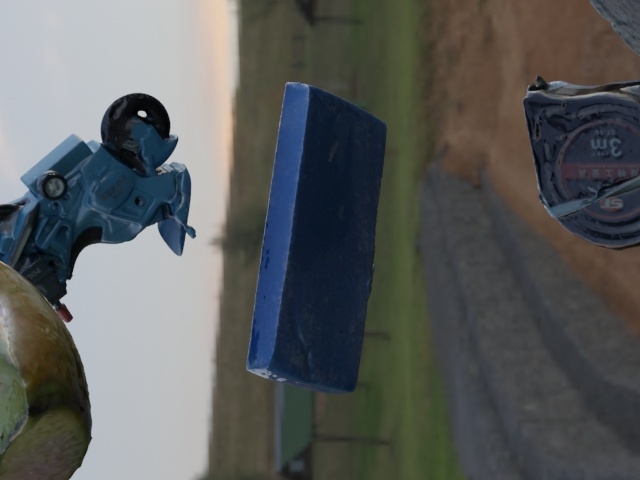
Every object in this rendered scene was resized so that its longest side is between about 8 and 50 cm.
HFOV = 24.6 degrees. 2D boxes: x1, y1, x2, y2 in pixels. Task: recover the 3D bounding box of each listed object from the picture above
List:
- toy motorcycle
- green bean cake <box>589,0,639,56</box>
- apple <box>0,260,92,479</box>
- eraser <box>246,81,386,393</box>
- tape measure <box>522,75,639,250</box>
[{"bbox_3d":[-0.243,-0.020,1.572,0.182,0.272,0.123,54,170,-29],"label":"toy motorcycle"},{"bbox_3d":[0.367,-0.300,1.616,0.094,0.185,0.183,-53,14,-15],"label":"green bean cake"},{"bbox_3d":[-0.238,0.099,0.990,0.265,0.120,0.193,-50,56,39],"label":"apple"},{"bbox_3d":[0.000,0.000,1.552,0.144,0.043,0.311,22,-109,-47],"label":"eraser"},{"bbox_3d":[0.315,-0.084,1.546,0.107,0.182,0.181,-32,-60,-57],"label":"tape measure"}]
